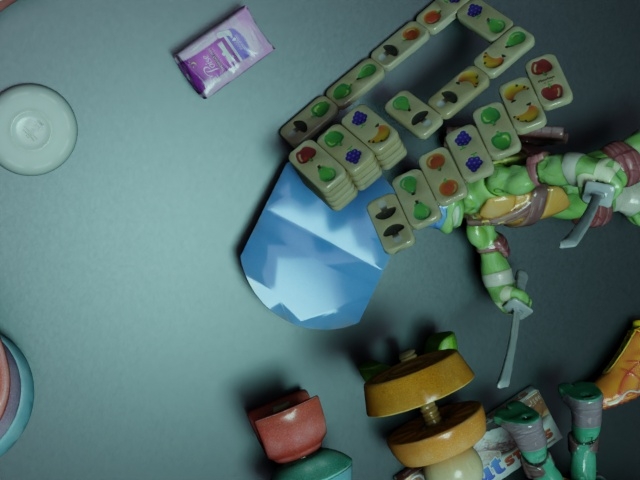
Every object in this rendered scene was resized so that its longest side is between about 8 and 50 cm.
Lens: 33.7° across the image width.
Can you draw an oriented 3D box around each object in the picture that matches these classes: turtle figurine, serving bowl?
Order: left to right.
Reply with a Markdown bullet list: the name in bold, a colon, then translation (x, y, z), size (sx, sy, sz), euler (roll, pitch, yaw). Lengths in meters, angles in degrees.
- **serving bowl**: translation (-0.257, -0.098, 0.939), size (0.083, 0.027, 0.083), euler (-2, 98, -16)
- **turtle figurine**: translation (0.246, 0.269, 1.066), size (0.175, 0.118, 0.234), euler (-20, 108, -38)
- **turtle figurine**: translation (0.240, -0.005, 0.998), size (0.266, 0.274, 0.198), euler (-16, 122, -21)

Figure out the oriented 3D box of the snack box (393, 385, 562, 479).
- **snack box**: translation (0.166, 0.227, 1.108), size (0.178, 0.022, 0.064), euler (-32, 105, -10)

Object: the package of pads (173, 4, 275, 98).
- **package of pads**: translation (-0.089, -0.173, 0.975), size (0.083, 0.032, 0.050), euler (-37, 103, -8)

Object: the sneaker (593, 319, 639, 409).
- **sneaker**: translation (0.337, 0.127, 1.132), size (0.175, 0.064, 0.067), euler (-34, 83, -13)

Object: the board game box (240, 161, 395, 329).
- **board game box**: translation (0.000, 0.000, 1.025), size (0.133, 0.033, 0.169), euler (27, 85, -13)

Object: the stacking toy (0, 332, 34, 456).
- **stacking toy**: translation (-0.422, 0.141, 0.912), size (0.309, 0.130, 0.279), euler (-41, 80, -10)

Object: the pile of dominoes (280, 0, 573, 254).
- **pile of dominoes**: translation (0.091, -0.124, 0.956), size (0.251, 0.196, 0.040), euler (-41, 143, -7)

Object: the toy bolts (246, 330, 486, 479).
- **toy bolts**: translation (0.058, 0.203, 0.982), size (0.228, 0.218, 0.159), euler (-21, 90, -4)

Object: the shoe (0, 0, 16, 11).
- **shoe**: translation (-0.306, -0.185, 0.898), size (0.177, 0.063, 0.081), euler (-15, 103, -8)
